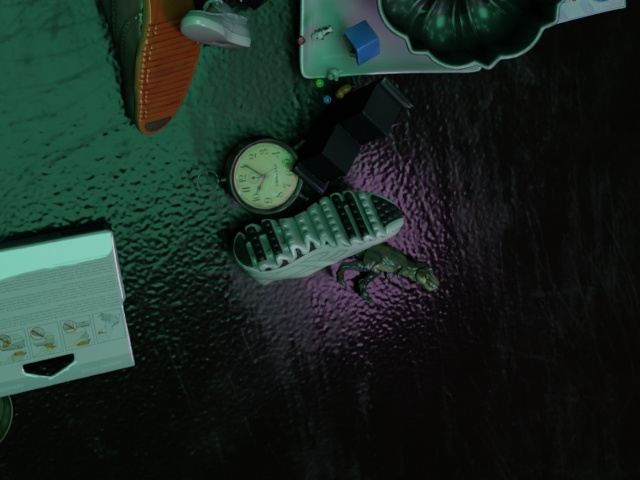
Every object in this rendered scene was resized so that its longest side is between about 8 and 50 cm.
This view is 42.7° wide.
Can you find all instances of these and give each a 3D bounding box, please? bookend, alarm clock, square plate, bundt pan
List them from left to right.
[{"bbox_3d":[-0.116,-0.110,1.381,0.192,0.064,0.129,-8,107,-21],"label":"alarm clock"},{"bbox_3d":[0.053,-0.170,1.346,0.072,0.157,0.156,40,58,-23],"label":"bookend"},{"bbox_3d":[0.120,-0.456,1.384,0.344,0.049,0.347,-6,106,-19],"label":"square plate"},{"bbox_3d":[0.220,-0.436,1.270,0.331,0.124,0.331,-2,108,-8],"label":"bundt pan"}]

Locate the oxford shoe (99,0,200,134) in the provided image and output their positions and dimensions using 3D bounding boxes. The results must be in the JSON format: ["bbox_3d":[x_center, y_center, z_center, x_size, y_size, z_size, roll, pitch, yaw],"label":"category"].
[{"bbox_3d":[-0.270,-0.345,1.252,0.130,0.132,0.364,-29,134,-54],"label":"oxford shoe"}]

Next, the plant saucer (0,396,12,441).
[{"bbox_3d":[-0.590,0.279,1.331,0.168,0.029,0.168,-5,106,-18],"label":"plant saucer"}]

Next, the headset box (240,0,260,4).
[{"bbox_3d":[-0.049,-0.458,1.160,0.246,0.283,0.131,-37,101,9],"label":"headset box"}]

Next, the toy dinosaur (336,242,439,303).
[{"bbox_3d":[0.087,0.043,1.500,0.268,0.064,0.118,31,89,-19],"label":"toy dinosaur"}]

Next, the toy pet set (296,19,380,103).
[{"bbox_3d":[0.040,-0.298,1.335,0.114,0.065,0.122,-30,113,-8],"label":"toy pet set"}]

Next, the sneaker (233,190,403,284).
[{"bbox_3d":[0.000,0.000,1.409,0.292,0.110,0.118,-15,147,0],"label":"sneaker"}]

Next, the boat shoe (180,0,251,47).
[{"bbox_3d":[-0.157,-0.338,1.260,0.066,0.184,0.063,1,94,26],"label":"boat shoe"}]

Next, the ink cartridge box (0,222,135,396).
[{"bbox_3d":[-0.454,0.115,1.321,0.275,0.060,0.239,-11,108,-17],"label":"ink cartridge box"}]

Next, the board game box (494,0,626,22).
[{"bbox_3d":[0.390,-0.537,1.421,0.318,0.066,0.318,-18,110,-26],"label":"board game box"}]
